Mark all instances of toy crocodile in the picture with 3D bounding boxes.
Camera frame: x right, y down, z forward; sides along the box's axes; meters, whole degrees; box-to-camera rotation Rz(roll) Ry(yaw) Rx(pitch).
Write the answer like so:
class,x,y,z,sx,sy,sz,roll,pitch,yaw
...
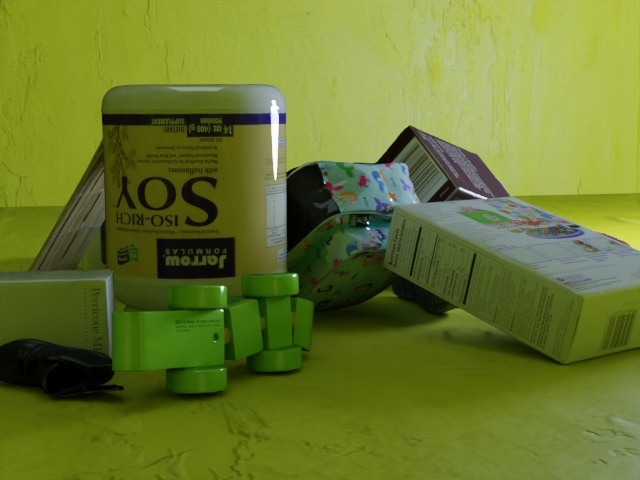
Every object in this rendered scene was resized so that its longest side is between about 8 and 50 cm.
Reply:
class,x,y,z,sx,sy,sz,roll,pitch,yaw
toy crocodile,-0.111,0.100,1.301,0.105,0.115,0.341,-2,2,35

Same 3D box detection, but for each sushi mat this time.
class,x,y,z,sx,sy,sz,roll,pitch,yaw
sushi mat,-0.345,-0.017,1.651,0.019,0.316,0.151,36,13,12

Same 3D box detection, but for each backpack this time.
class,x,y,z,sx,sy,sz,roll,pitch,yaw
backpack,0.035,-0.012,1.692,0.254,0.191,0.225,-12,-22,-44

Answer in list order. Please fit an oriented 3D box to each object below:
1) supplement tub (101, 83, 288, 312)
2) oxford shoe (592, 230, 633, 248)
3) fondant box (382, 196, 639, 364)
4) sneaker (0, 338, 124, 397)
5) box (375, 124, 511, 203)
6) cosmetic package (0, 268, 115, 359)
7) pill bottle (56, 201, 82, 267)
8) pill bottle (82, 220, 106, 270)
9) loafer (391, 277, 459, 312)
class,x,y,z,sx,sy,sz,roll,pitch,yaw
supplement tub,-0.162,-0.036,1.525,0.241,0.331,0.241,-1,6,0
oxford shoe,0.394,0.045,1.930,0.271,0.096,0.098,-3,20,46
fondant box,0.281,0.040,1.535,0.238,0.096,0.330,-6,24,-39
sneaker,-0.284,0.137,1.243,0.170,0.051,0.089,4,2,5
box,0.196,-0.059,1.965,0.203,0.167,0.168,18,31,-45
cosmetic package,-0.353,0.096,1.336,0.231,0.117,0.085,-2,7,-4
pill bottle,-0.373,-0.029,2.236,0.161,0.161,0.283,2,7,21
pill bottle,-0.225,-0.009,1.932,0.334,0.187,0.188,-1,7,-12
loafer,0.180,0.052,1.771,0.087,0.094,0.251,-7,8,-15
